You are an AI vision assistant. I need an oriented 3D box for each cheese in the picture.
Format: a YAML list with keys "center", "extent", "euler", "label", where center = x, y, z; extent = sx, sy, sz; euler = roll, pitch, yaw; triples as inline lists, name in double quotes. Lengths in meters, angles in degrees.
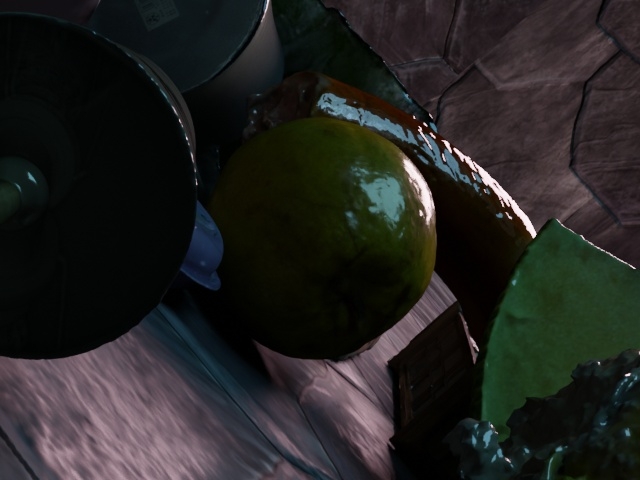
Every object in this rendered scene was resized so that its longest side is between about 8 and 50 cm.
- center: [-0.098, -0.013, 0.996]
  extent: [0.105, 0.042, 0.191]
  euler: [49, 8, 9]
  label: "cheese"

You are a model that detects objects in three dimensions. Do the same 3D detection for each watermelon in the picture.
- center: [-0.006, -0.034, 1.454]
  extent: [0.264, 0.151, 0.302]
  euler: [48, -12, 20]
  label: "watermelon"

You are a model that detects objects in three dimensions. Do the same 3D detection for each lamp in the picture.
- center: [-0.103, -0.014, 0.602]
  extent: [0.121, 0.121, 0.214]
  euler: [49, 15, -2]
  label: "lamp"
- center: [0.112, 0.127, 1.451]
  extent: [0.090, 0.089, 0.325]
  euler: [48, 5, -3]
  label: "lamp"

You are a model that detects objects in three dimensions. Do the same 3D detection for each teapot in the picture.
- center: [-0.095, -0.122, 1.304]
  extent: [0.149, 0.162, 0.239]
  euler: [63, 17, -60]
  label: "teapot"

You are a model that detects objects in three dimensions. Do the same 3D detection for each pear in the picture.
- center: [0.000, 0.000, 1.125]
  extent: [0.149, 0.149, 0.162]
  euler: [47, 7, -23]
  label: "pear"

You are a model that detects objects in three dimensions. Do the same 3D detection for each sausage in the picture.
- center: [0.076, -0.015, 1.269]
  extent: [0.302, 0.103, 0.076]
  euler: [39, -7, -23]
  label: "sausage"

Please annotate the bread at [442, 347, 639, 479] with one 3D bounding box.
- center: [0.156, 0.181, 0.915]
  extent: [0.246, 0.195, 0.176]
  euler: [48, -1, 1]
  label: "bread"

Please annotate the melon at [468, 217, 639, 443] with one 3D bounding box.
- center: [0.232, 0.186, 1.208]
  extent: [0.343, 0.226, 0.331]
  euler: [61, 16, -54]
  label: "melon"

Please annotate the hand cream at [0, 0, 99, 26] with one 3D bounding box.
- center: [-0.252, -0.218, 0.868]
  extent: [0.358, 0.118, 0.185]
  euler: [45, -2, 11]
  label: "hand cream"
